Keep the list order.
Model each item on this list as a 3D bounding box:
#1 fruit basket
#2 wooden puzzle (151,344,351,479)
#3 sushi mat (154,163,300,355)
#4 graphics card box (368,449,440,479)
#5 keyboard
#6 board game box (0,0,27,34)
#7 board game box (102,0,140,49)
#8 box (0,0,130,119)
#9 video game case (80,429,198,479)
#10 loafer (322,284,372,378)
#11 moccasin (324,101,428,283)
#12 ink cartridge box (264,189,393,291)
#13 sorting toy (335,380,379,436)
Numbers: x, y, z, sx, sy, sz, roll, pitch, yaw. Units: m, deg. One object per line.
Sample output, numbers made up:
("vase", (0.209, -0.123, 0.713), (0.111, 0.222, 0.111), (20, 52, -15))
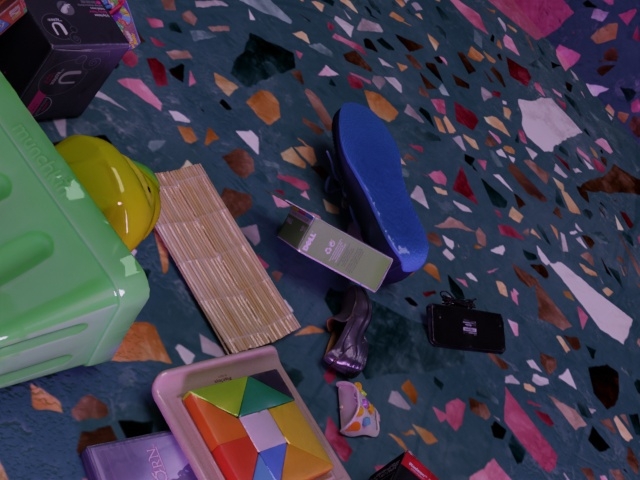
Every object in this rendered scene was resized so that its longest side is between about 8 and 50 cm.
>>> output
("fruit basket", (-0.319, -0.040, 1.158), (0.392, 0.283, 0.392), (12, 58, -20))
("wooden puzzle", (-0.077, 0.251, 1.235), (0.221, 0.044, 0.239), (-7, 61, -48))
("sushi mat", (-0.157, 0.022, 1.435), (0.151, 0.019, 0.316), (-13, 66, -51))
("graphics card box", (0.108, 0.468, 1.210), (0.233, 0.094, 0.371), (44, 35, -4))
("keyboard", (0.252, 0.147, 1.719), (0.192, 0.038, 0.100), (12, 71, -39))
("board game box", (-0.507, -0.231, 1.198), (0.145, 0.027, 0.281), (17, 51, 19))
("board game box", (-0.362, -0.389, 1.615), (0.133, 0.033, 0.169), (6, 52, -41))
("box", (-0.423, -0.323, 1.379), (0.143, 0.165, 0.270), (-17, 68, -51))
("video game case", (-0.136, 0.317, 1.172), (0.274, 0.026, 0.196), (-1, 57, -46))
("loafer", (0.040, 0.129, 1.494), (0.061, 0.062, 0.170), (25, 39, -18))
("moccasin", (0.075, -0.082, 1.690), (0.137, 0.117, 0.342), (3, 57, -28))
("ink cartridge box", (0.000, 0.000, 1.533), (0.209, 0.062, 0.109), (29, 2, -24))
("sorting toy", (0.062, 0.252, 1.424), (0.075, 0.045, 0.083), (42, 32, -40))
